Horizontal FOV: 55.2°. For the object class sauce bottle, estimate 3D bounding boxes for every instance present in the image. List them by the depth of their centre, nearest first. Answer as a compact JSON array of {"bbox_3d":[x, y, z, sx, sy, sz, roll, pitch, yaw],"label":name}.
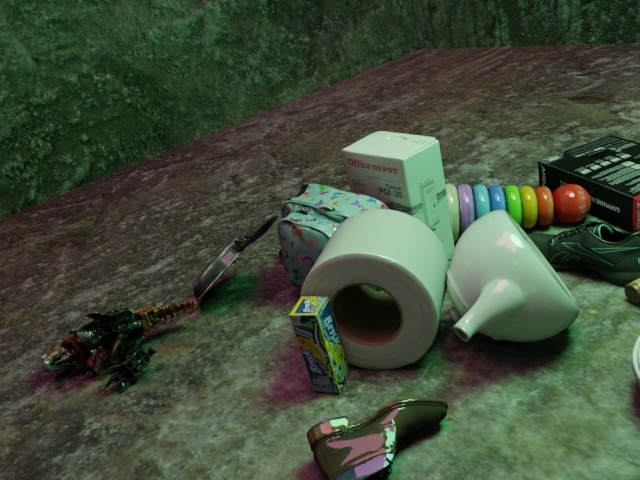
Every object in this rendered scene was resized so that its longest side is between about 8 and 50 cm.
[{"bbox_3d":[0.611,0.074,1.103,0.128,0.042,0.042,-21,26,-11],"label":"sauce bottle"}]

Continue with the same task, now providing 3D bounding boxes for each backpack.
[{"bbox_3d":[0.038,0.005,1.342,0.253,0.225,0.191,10,36,24],"label":"backpack"}]

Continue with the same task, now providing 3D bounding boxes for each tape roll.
[{"bbox_3d":[0.102,0.087,1.110,0.246,0.246,0.169,-4,26,22],"label":"tape roll"}]

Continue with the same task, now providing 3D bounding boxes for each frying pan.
[{"bbox_3d":[-0.213,0.045,1.395,0.197,0.053,0.326,-51,4,-27],"label":"frying pan"}]

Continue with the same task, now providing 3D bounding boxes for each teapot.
[{"bbox_3d":[0.309,0.083,1.073,0.187,0.256,0.253,-38,42,18],"label":"teapot"}]

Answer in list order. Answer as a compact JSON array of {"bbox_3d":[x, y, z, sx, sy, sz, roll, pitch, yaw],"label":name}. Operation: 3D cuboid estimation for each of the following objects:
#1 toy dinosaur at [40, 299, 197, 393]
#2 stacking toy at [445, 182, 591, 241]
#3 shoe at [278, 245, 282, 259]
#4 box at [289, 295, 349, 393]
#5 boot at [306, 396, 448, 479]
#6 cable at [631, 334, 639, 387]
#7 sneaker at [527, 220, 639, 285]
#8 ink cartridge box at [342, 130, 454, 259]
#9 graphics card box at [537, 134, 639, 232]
[{"bbox_3d":[-0.431,0.193,1.303,0.322,0.164,0.218,-43,15,-10],"label":"toy dinosaur"},{"bbox_3d":[0.449,-0.070,1.413,0.330,0.141,0.141,-3,27,9],"label":"stacking toy"},{"bbox_3d":[0.000,0.000,1.540,0.218,0.077,0.058,-10,30,13],"label":"shoe"},{"bbox_3d":[0.000,0.180,1.057,0.054,0.169,0.059,-2,28,24],"label":"box"},{"bbox_3d":[0.098,0.304,0.896,0.219,0.082,0.106,-13,47,-8],"label":"boot"},{"bbox_3d":[0.570,0.182,0.842,0.257,0.089,0.257,-17,27,2],"label":"cable"},{"bbox_3d":[0.525,0.005,1.220,0.101,0.106,0.267,-34,30,-33],"label":"sneaker"},{"bbox_3d":[0.175,-0.087,1.383,0.117,0.283,0.207,-29,29,-29],"label":"ink cartridge box"},{"bbox_3d":[0.715,-0.139,1.430,0.232,0.094,0.371,-20,27,-11],"label":"graphics card box"}]
